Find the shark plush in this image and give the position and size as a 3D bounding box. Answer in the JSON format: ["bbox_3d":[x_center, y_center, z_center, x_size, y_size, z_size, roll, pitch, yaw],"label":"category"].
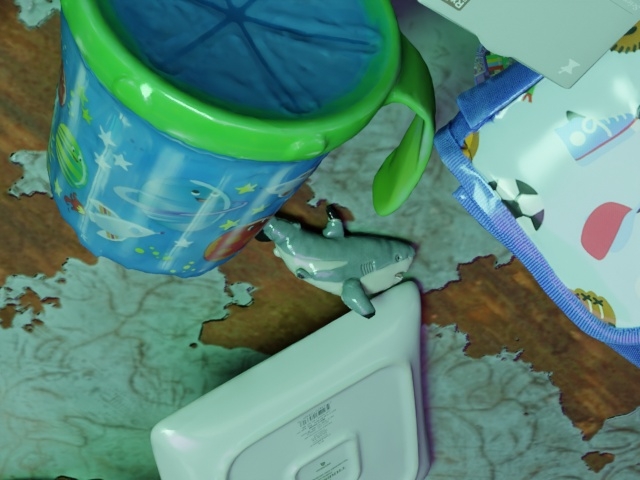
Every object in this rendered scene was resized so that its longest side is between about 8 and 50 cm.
[{"bbox_3d":[0.000,0.000,1.319,0.161,0.073,0.067,30,100,-11],"label":"shark plush"}]

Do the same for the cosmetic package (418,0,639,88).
[{"bbox_3d":[0.126,-0.222,0.985,0.127,0.238,0.107,25,125,-27],"label":"cosmetic package"}]

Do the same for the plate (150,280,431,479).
[{"bbox_3d":[-0.006,0.199,1.398,0.277,0.045,0.278,-28,137,-20],"label":"plate"}]

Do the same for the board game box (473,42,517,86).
[{"bbox_3d":[0.208,-0.133,1.215,0.168,0.033,0.133,24,126,-26],"label":"board game box"}]

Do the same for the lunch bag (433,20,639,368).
[{"bbox_3d":[0.308,-0.066,1.121,0.328,0.239,0.385,-38,133,17],"label":"lunch bag"}]

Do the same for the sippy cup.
[{"bbox_3d":[-0.091,-0.098,1.101,0.305,0.240,0.224,43,137,9],"label":"sippy cup"}]
